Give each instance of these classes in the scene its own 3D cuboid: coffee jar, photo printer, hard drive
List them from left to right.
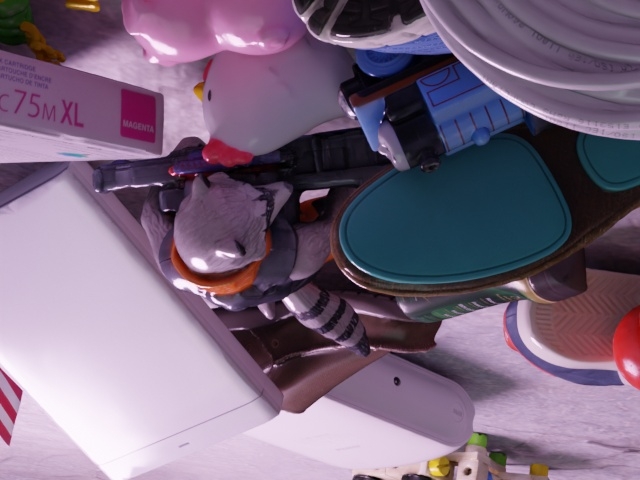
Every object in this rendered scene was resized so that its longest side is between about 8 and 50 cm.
[{"bbox_3d":[-0.232,0.094,1.268,0.233,0.047,0.353,-25,118,24],"label":"hard drive"},{"bbox_3d":[0.030,0.219,1.609,0.307,0.107,0.256,26,150,-34],"label":"photo printer"},{"bbox_3d":[0.162,0.020,1.152,0.184,0.096,0.079,-12,162,38],"label":"coffee jar"}]

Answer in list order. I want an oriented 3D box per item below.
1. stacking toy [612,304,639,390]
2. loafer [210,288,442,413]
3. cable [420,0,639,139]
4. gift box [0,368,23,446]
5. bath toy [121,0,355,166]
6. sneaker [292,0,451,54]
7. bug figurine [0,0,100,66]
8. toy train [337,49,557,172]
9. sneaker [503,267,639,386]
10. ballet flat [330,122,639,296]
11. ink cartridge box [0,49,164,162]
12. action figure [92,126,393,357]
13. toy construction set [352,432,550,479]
[{"bbox_3d":[0.338,0.043,1.021,0.141,0.141,0.330,10,154,-4],"label":"stacking toy"},{"bbox_3d":[-0.007,0.126,1.360,0.134,0.130,0.366,-1,172,-44],"label":"loafer"},{"bbox_3d":[0.162,-0.176,0.572,0.257,0.257,0.089,-36,172,19],"label":"cable"},{"bbox_3d":[-0.492,0.127,1.387,0.255,0.276,0.258,22,151,-39],"label":"gift box"},{"bbox_3d":[-0.079,-0.166,0.795,0.151,0.129,0.348,35,167,28],"label":"bath toy"},{"bbox_3d":[0.151,-0.190,0.709,0.330,0.130,0.147,-12,173,24],"label":"sneaker"},{"bbox_3d":[-0.290,-0.196,0.859,0.279,0.072,0.216,6,162,-5],"label":"bug figurine"},{"bbox_3d":[0.105,-0.113,0.829,0.184,0.105,0.080,-24,149,3],"label":"toy train"},{"bbox_3d":[0.354,0.100,1.258,0.350,0.131,0.148,14,167,-9],"label":"sneaker"},{"bbox_3d":[0.171,-0.044,0.896,0.342,0.116,0.124,-27,170,-2],"label":"ballet flat"},{"bbox_3d":[-0.302,-0.101,0.984,0.311,0.065,0.186,-2,174,36],"label":"ink cartridge box"},{"bbox_3d":[0.000,0.000,1.020,0.341,0.178,0.330,-7,170,24],"label":"action figure"},{"bbox_3d":[0.173,0.386,1.898,0.328,0.151,0.215,-26,140,34],"label":"toy construction set"}]
